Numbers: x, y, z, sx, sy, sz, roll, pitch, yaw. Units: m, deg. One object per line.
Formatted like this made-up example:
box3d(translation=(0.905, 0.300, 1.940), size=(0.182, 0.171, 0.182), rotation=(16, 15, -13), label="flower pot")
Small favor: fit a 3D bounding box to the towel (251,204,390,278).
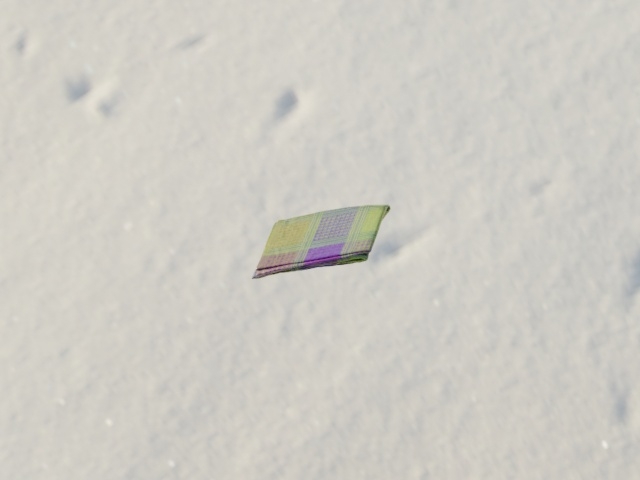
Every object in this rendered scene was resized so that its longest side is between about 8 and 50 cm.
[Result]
box3d(translation=(0.000, 0.000, 1.028), size=(0.083, 0.009, 0.060), rotation=(-11, 31, 23), label="towel")
